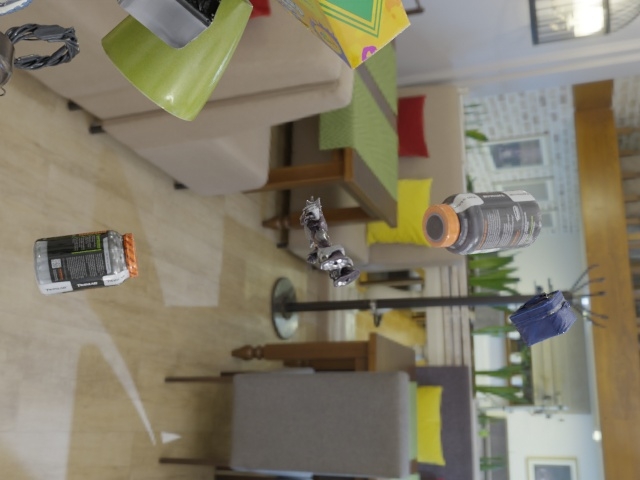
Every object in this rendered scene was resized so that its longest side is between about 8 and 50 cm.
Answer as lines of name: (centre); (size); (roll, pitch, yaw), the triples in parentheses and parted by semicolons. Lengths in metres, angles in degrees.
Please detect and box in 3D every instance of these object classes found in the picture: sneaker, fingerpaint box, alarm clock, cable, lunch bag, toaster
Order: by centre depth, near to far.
sneaker: (-0.475, -0.342, 0.965); (0.052, 0.135, 0.058); (-110, -175, -67)
alarm clock: (-0.555, -0.281, 1.098); (0.192, 0.129, 0.064); (97, -10, -71)
lunch bag: (0.365, 0.123, 1.123); (0.067, 0.098, 0.065); (-30, 87, -47)
toaster: (-0.286, -0.482, 1.308); (0.186, 0.110, 0.168); (36, 40, -28)
fingerpaint box: (-0.051, -0.609, 1.360); (0.445, 0.163, 0.371); (51, 0, 39)
cable: (-0.661, -0.450, 1.597); (0.047, 0.185, 0.150); (68, -22, 9)

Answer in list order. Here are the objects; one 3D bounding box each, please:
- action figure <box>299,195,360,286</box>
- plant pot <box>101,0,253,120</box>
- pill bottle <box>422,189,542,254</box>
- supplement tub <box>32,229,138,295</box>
action figure: (0.000, 0.000, 1.819); (0.285, 0.099, 0.185); (-124, -167, -50)
plant pot: (-0.303, -0.479, 1.586); (0.275, 0.293, 0.275); (43, 14, -13)
pill bottle: (0.335, -0.038, 1.442); (0.246, 0.130, 0.130); (-5, 91, -30)
supplement tub: (-0.468, 0.042, 1.375); (0.117, 0.190, 0.117); (173, -90, -78)
